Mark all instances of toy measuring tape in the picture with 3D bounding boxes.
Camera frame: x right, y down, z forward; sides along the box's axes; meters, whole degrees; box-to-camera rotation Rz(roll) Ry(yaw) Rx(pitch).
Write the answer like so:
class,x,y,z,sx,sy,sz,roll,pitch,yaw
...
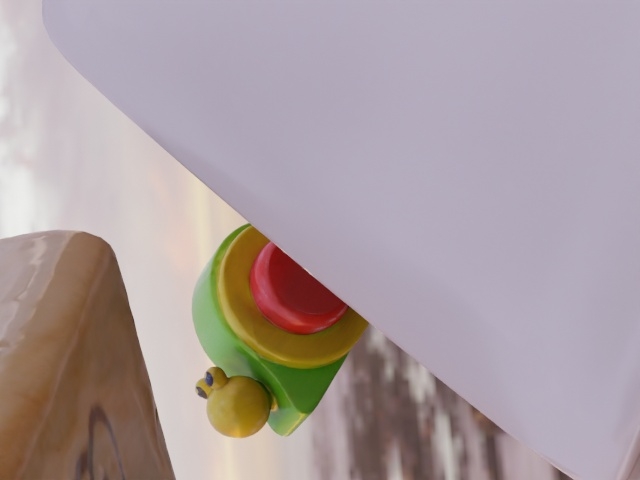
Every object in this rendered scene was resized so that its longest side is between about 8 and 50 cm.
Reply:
class,x,y,z,sx,sy,sz,roll,pitch,yaw
toy measuring tape,0.000,0.000,1.287,0.330,0.121,0.121,-57,-21,-34

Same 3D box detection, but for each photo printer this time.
class,x,y,z,sx,sy,sz,roll,pitch,yaw
photo printer,0.061,-0.132,0.415,0.256,0.107,0.307,40,123,37

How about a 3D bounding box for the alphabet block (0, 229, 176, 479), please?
class,x,y,z,sx,sy,sz,roll,pitch,yaw
alphabet block,-0.141,0.126,0.522,0.197,0.194,0.192,-87,-14,-71
